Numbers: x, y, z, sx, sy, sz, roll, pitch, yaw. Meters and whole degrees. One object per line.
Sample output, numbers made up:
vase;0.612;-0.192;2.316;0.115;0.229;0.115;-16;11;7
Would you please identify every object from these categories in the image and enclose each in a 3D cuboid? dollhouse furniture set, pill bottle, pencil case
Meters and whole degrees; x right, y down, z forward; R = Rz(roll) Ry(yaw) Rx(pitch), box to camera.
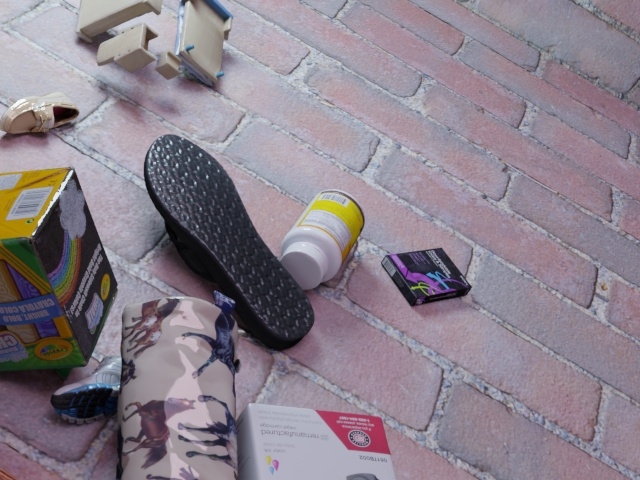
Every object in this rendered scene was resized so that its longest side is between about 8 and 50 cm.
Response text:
dollhouse furniture set;-0.349;-0.416;2.060;0.303;0.198;0.286;36;48;-48
pill bottle;0.000;0.000;1.770;0.117;0.117;0.215;32;37;2
pencil case;-0.176;0.270;1.257;0.184;0.160;0.410;9;53;-21

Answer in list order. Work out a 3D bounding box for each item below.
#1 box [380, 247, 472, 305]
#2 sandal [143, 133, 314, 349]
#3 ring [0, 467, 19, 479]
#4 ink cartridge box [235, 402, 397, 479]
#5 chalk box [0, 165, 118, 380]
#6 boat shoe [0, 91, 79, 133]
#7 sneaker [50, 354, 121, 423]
box;0.214;0.070;1.906;0.162;0.029;0.116;-6;50;-40
sandal;-0.186;0.011;1.666;0.168;0.107;0.445;-21;72;-47
ring;-0.461;0.382;1.098;0.337;0.032;0.336;18;38;-15
ink cartridge box;-0.003;0.391;1.311;0.226;0.131;0.306;11;40;-24
chalk box;-0.409;0.067;1.334;0.179;0.288;0.180;-4;36;10
boat shoe;-0.509;-0.228;1.737;0.059;0.063;0.170;34;36;14
sneaker;-0.312;0.207;1.377;0.191;0.071;0.083;-4;42;-48
